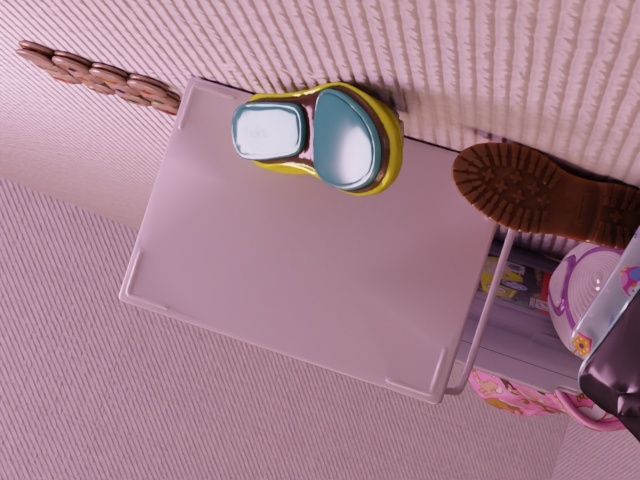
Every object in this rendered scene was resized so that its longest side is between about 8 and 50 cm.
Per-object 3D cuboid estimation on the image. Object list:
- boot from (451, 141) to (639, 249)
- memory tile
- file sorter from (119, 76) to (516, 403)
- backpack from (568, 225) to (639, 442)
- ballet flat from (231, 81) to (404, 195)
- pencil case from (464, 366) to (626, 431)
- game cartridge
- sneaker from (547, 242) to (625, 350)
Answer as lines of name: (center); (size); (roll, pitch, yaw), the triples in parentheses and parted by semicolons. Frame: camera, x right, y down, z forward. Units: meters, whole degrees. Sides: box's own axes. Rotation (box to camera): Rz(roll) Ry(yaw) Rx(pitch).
boot: (0.162, -0.030, 1.165); (0.158, 0.059, 0.084); (19, 180, -13)
memory tile: (-0.197, -0.145, 1.435); (0.148, 0.012, 0.113); (18, 174, 12)
file sorter: (0.010, 0.005, 1.332); (0.277, 0.193, 0.173); (17, 178, 14)
backpack: (0.284, 0.066, 1.120); (0.188, 0.166, 0.144); (13, -157, -37)
ballet flat: (0.015, -0.079, 1.156); (0.077, 0.077, 0.231); (-3, -171, -29)
pencil case: (0.284, 0.135, 1.855); (0.167, 0.160, 0.386); (20, 174, -7)
game cartridge: (0.169, 0.058, 1.534); (0.196, 0.060, 0.294); (15, -163, 5)
sneaker: (0.323, 0.074, 1.338); (0.152, 0.114, 0.305); (24, 172, -38)
